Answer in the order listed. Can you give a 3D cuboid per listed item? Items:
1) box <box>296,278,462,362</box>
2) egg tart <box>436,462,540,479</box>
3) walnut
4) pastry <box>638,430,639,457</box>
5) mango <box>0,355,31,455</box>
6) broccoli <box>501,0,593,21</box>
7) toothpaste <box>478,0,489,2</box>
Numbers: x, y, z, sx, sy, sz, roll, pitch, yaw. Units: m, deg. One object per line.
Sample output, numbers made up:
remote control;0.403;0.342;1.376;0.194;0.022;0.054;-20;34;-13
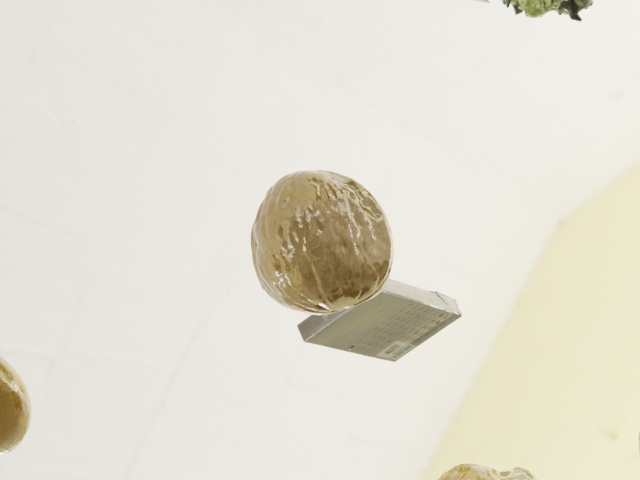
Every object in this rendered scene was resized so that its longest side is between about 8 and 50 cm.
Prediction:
box;0.117;0.149;2.281;0.180;0.047;0.325;-37;-28;22
egg tart;0.212;0.447;1.876;0.319;0.128;0.319;-44;6;6
walnut;0.000;0.000;1.816;0.228;0.228;0.228;-30;-35;-24
pastry;0.663;0.313;1.907;0.164;0.356;0.356;14;-64;-36
mango;-0.457;0.199;1.593;0.136;0.099;0.227;-9;-51;11
broccoli;0.455;-0.549;2.111;0.293;0.281;0.348;-10;-61;-34
toothpaste;0.082;-0.406;1.753;0.125;0.371;0.080;13;-73;-43
